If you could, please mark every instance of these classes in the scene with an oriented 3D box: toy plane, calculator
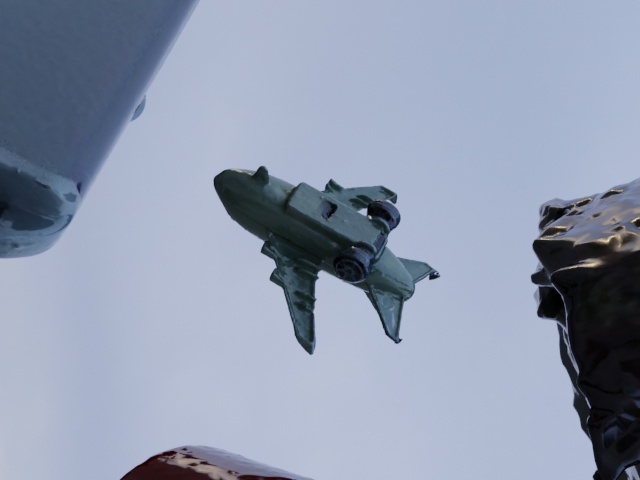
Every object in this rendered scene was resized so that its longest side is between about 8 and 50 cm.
[{"bbox_3d":[0.001,-0.001,0.461,0.033,0.083,0.080,-52,-175,49],"label":"toy plane"},{"bbox_3d":[-0.142,-0.096,0.624,0.045,0.141,0.246,-55,-169,49],"label":"calculator"}]

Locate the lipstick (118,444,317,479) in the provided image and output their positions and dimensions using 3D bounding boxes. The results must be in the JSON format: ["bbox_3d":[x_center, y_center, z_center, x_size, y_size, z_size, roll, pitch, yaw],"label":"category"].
[{"bbox_3d":[0.041,0.102,0.303,0.241,0.080,0.080,6,-86,44],"label":"lipstick"}]

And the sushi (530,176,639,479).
[{"bbox_3d":[0.273,0.066,0.702,0.299,0.294,0.281,41,27,-81],"label":"sushi"}]
